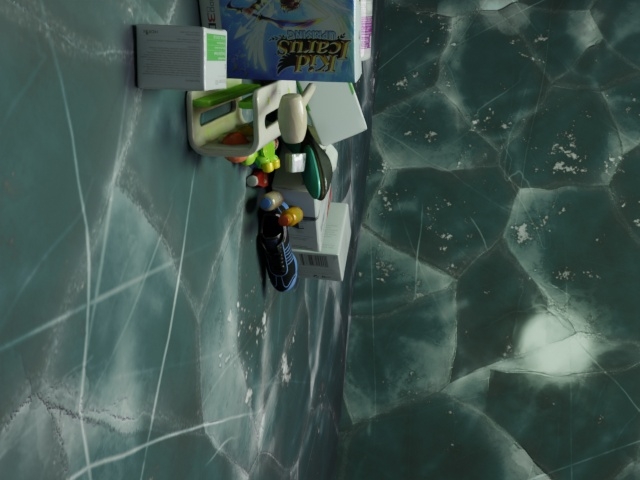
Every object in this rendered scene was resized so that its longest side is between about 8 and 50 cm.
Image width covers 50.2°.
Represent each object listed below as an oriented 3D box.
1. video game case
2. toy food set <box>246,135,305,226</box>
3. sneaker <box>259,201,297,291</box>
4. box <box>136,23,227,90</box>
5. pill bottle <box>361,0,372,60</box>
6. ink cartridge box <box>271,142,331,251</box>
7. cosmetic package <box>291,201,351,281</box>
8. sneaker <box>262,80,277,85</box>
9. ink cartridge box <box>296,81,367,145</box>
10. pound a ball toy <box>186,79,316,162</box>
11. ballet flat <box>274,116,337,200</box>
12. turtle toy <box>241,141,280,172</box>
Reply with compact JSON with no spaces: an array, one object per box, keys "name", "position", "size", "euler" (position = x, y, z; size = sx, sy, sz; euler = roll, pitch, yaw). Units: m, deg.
[{"name":"video game case","position":[-0.068,-0.391,1.137],"size":[0.061,0.270,0.244],"euler":[-68,160,-56]},{"name":"toy food set","position":[-0.098,-0.148,1.509],"size":[0.104,0.111,0.232],"euler":[-42,134,-75]},{"name":"sneaker","position":[-0.108,0.024,1.638],"size":[0.090,0.081,0.232],"euler":[-51,137,-68]},{"name":"box","position":[-0.194,-0.258,0.967],"size":[0.101,0.102,0.087],"euler":[-55,150,-72]},{"name":"pill bottle","position":[0.073,-0.701,2.060],"size":[0.169,0.169,0.301],"euler":[-61,153,-67]},{"name":"ink cartridge box","position":[-0.043,-0.128,1.772],"size":[0.273,0.114,0.197],"euler":[87,12,-56]},{"name":"cosmetic package","position":[0.000,0.000,1.993],"size":[0.151,0.151,0.183],"euler":[79,20,-56]},{"name":"sneaker","position":[-0.108,-0.387,1.547],"size":[0.188,0.066,0.071],"euler":[82,-4,-56]},{"name":"ink cartridge box","position":[0.001,-0.378,1.589],"size":[0.278,0.117,0.201],"euler":[-106,174,-56]},{"name":"pound a ball toy","position":[-0.099,-0.213,1.215],"size":[0.319,0.208,0.135],"euler":[-61,153,-68]},{"name":"ballet flat","position":[-0.017,-0.210,1.609],"size":[0.280,0.096,0.095],"euler":[62,-30,32]},{"name":"turtle toy","position":[-0.133,-0.187,1.425],"size":[0.130,0.066,0.095],"euler":[-49,132,-70]}]
